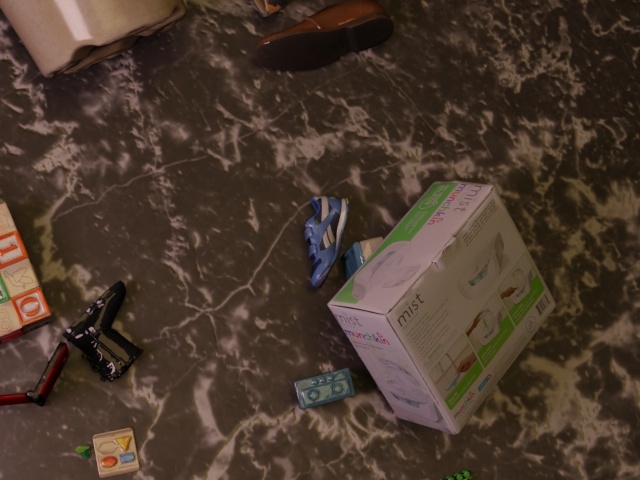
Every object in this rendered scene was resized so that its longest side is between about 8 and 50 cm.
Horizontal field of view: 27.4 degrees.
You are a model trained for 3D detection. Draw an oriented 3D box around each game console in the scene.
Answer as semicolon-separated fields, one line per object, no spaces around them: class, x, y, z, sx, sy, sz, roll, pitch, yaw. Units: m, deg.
game console;-0.403;0.182;1.769;0.085;0.144;0.124;27;77;-5

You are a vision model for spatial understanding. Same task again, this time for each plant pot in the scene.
plant pot;-0.345;-0.406;1.821;0.334;0.334;0.305;-26;96;-13

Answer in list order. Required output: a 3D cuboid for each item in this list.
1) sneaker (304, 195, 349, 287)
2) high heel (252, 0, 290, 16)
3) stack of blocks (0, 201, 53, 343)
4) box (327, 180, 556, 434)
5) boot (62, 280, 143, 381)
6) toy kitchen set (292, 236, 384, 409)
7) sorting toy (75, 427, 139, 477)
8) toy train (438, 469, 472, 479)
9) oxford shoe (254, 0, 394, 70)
sneaker;0.000;0.000;1.915;0.059;0.053;0.144;15;69;-7
high heel;-0.147;-0.448;1.947;0.261;0.093;0.186;18;71;-14
stack of blocks;-0.504;0.005;1.814;0.171;0.087;0.297;-23;84;-12
box;0.174;0.088;1.810;0.262;0.127;0.231;-48;122;-26
boot;-0.291;0.130;1.848;0.099;0.045;0.121;44;84;3
toy kitchen set;0.026;0.119;1.860;0.166;0.122;0.207;-13;82;-11
sorting toy;-0.298;0.299;1.832;0.083;0.012;0.062;-10;82;-11
toy train;0.182;0.355;1.896;0.083;0.017;0.024;-18;93;-12
oxford shoe;-0.002;-0.311;1.972;0.212;0.076;0.076;-16;53;-9
